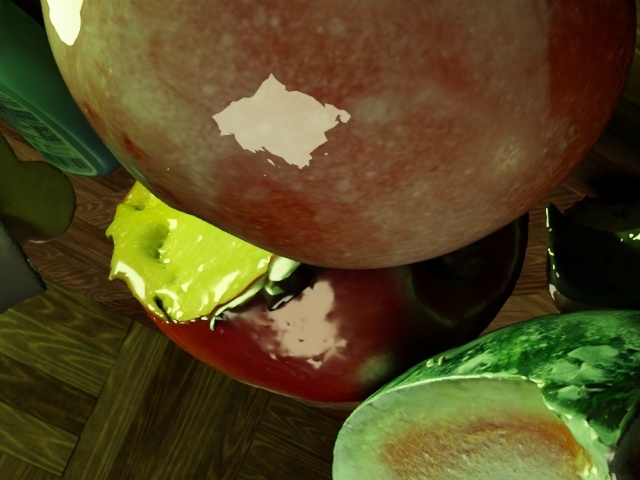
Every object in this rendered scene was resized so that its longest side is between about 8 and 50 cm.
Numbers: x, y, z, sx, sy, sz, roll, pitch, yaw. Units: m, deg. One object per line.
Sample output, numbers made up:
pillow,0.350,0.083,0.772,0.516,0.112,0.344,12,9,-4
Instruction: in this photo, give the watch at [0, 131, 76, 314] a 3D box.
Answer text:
watch,-0.402,-0.054,1.158,0.335,0.314,0.327,58,168,-4

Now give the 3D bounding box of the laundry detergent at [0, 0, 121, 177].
laundry detergent,-0.278,-0.166,1.129,0.143,0.094,0.290,27,168,37

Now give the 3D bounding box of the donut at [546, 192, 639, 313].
donut,0.331,0.053,0.887,0.259,0.136,0.345,33,164,-23

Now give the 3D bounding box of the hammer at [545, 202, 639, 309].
hammer,0.248,-0.056,0.543,0.168,0.044,0.440,3,157,-22

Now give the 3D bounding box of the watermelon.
watermelon,0.134,0.155,0.780,0.289,0.214,0.320,-13,170,22

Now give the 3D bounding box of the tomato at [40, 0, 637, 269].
tomato,-0.003,-0.108,0.581,0.270,0.227,0.270,43,177,3

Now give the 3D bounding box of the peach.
peach,0.000,0.000,0.933,0.201,0.258,0.361,38,156,-30
